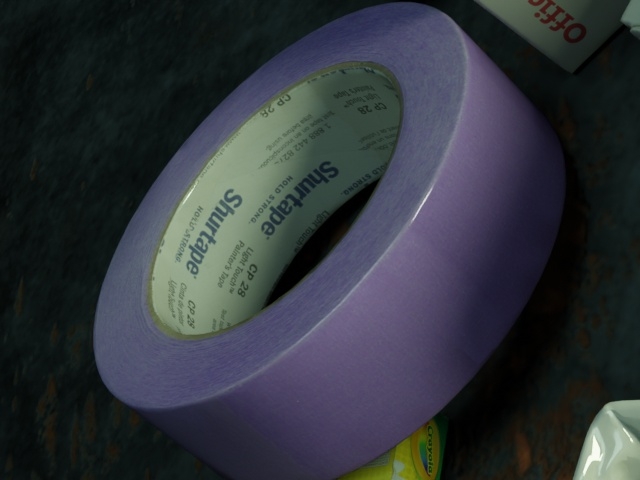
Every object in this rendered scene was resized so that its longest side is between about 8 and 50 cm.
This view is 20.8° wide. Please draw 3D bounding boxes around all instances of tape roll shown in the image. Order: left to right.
[{"bbox_3d":[0.000,0.000,0.971,0.275,0.090,0.275,-33,33,25],"label":"tape roll"}]

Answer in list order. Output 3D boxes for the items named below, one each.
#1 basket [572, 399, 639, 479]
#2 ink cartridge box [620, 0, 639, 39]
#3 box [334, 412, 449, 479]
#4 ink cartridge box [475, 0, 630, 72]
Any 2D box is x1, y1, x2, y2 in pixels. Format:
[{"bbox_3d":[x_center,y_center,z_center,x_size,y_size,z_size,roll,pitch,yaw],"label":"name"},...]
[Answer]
[{"bbox_3d":[0.160,0.157,0.686,0.113,0.103,0.167,-6,61,48],"label":"basket"},{"bbox_3d":[0.256,-0.159,0.819,0.148,0.086,0.203,23,84,55],"label":"ink cartridge box"},{"bbox_3d":[0.007,0.175,0.915,0.105,0.043,0.179,-17,50,44],"label":"box"},{"bbox_3d":[0.148,-0.217,0.934,0.212,0.154,0.093,-43,39,20],"label":"ink cartridge box"}]
